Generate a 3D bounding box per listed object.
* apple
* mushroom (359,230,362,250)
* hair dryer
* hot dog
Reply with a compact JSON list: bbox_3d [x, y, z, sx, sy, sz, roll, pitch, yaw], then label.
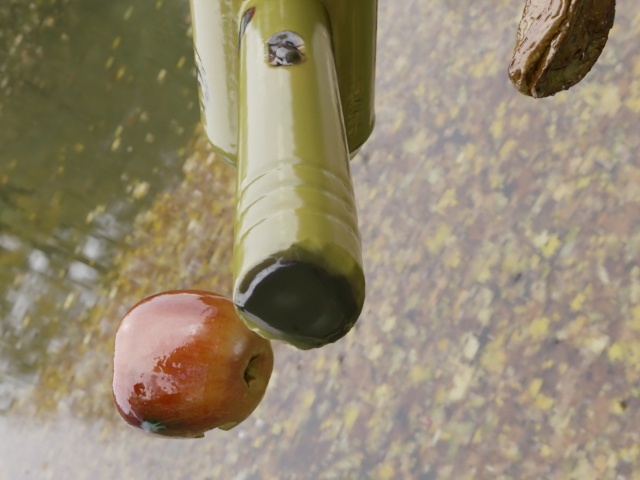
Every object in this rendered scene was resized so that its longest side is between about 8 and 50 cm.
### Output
[{"bbox_3d":[-0.150,0.148,1.373,0.199,0.199,0.199,-45,29,34],"label":"apple"},{"bbox_3d":[0.000,0.000,1.874,0.148,0.148,0.112,7,85,64],"label":"mushroom"},{"bbox_3d":[-0.013,-0.049,0.460,0.279,0.090,0.135,-94,4,-55],"label":"hair dryer"},{"bbox_3d":[0.214,-0.197,1.021,0.065,0.099,0.147,18,97,36],"label":"hot dog"}]
